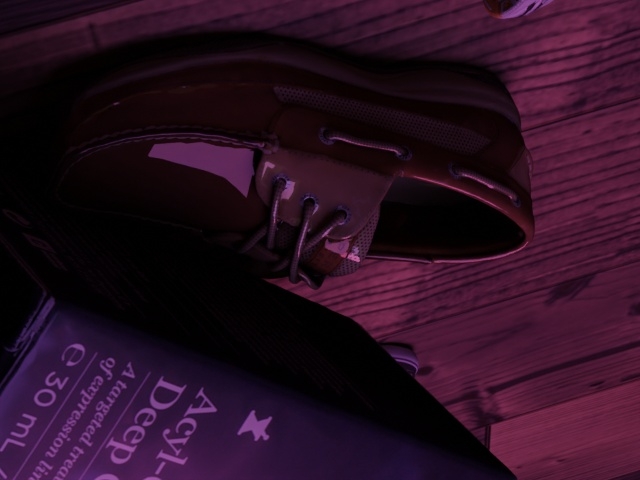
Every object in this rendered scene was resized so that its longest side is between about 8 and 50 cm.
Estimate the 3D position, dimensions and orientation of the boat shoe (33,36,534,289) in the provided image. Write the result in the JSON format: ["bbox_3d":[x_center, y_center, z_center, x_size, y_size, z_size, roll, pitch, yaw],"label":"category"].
[{"bbox_3d":[-0.003,-0.038,1.059,0.324,0.120,0.122,-2,147,-28],"label":"boat shoe"}]

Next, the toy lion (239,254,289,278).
[{"bbox_3d":[0.000,0.000,1.227,0.100,0.034,0.096,-27,158,15],"label":"toy lion"}]

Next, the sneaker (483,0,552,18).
[{"bbox_3d":[0.133,-0.157,1.035,0.083,0.032,0.037,-31,163,30],"label":"sneaker"}]

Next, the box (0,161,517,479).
[{"bbox_3d":[-0.132,0.159,1.078,0.395,0.212,0.293,25,102,-43],"label":"box"}]

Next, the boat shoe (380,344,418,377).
[{"bbox_3d":[0.017,0.114,1.419,0.142,0.040,0.049,-3,148,-26],"label":"boat shoe"}]
